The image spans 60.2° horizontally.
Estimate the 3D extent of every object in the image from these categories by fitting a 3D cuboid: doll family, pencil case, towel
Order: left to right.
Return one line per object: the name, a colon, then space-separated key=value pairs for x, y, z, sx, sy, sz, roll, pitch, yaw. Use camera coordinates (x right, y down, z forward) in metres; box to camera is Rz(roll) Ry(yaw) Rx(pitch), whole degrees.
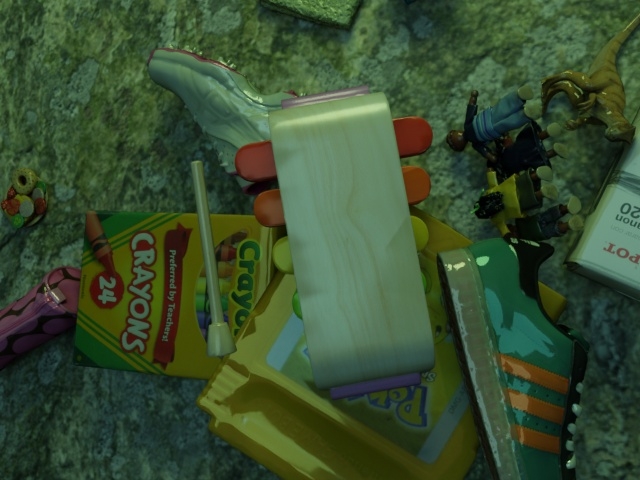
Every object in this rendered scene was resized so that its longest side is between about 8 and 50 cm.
pencil case: x=-0.411 y=0.116 z=0.759 sx=0.209 sy=0.098 sz=0.095 roll=-32 pitch=77 yaw=10
towel: x=-0.008 y=-0.342 z=0.721 sx=0.148 sy=0.027 sz=0.110 roll=26 pitch=93 yaw=17
doll family: x=0.204 y=-0.075 z=0.607 sx=0.076 sy=0.111 sz=0.192 roll=3 pitch=75 yaw=-28

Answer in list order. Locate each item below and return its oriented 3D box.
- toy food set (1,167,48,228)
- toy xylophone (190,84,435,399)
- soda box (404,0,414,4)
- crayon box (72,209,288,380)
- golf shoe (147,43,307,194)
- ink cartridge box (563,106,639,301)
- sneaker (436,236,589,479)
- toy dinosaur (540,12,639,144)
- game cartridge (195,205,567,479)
toy food set: x=-0.440 y=-0.060 z=0.823 sx=0.082 sy=0.020 sz=0.083 roll=44 pitch=97 yaw=15
toy xylophone: x=0.000 y=0.000 z=0.545 sx=0.236 sy=0.081 sz=0.322 roll=-2 pitch=87 yaw=2
soda box: x=0.096 y=-0.408 z=0.677 sx=0.071 sy=0.067 sz=0.210 roll=-22 pitch=80 yaw=13
crayon box: x=-0.149 y=0.068 z=0.697 sx=0.319 sy=0.081 sz=0.202 roll=1 pitch=85 yaw=16
golf shoe: x=-0.106 y=-0.142 z=0.690 sx=0.306 sy=0.115 sz=0.140 roll=28 pitch=96 yaw=18
ink cartridge box: x=0.369 y=-0.038 z=0.553 sx=0.159 sy=0.092 sz=0.217 roll=26 pitch=94 yaw=17
sneaker: x=0.202 y=0.143 z=0.518 sx=0.121 sy=0.108 sz=0.302 roll=-14 pitch=86 yaw=5
toy dinosaur: x=0.300 y=-0.169 z=0.599 sx=0.112 sy=0.064 sz=0.211 roll=3 pitch=56 yaw=24
game cartridge: x=0.061 y=0.126 z=0.599 sx=0.285 sy=0.052 sz=0.323 roll=31 pitch=86 yaw=3
